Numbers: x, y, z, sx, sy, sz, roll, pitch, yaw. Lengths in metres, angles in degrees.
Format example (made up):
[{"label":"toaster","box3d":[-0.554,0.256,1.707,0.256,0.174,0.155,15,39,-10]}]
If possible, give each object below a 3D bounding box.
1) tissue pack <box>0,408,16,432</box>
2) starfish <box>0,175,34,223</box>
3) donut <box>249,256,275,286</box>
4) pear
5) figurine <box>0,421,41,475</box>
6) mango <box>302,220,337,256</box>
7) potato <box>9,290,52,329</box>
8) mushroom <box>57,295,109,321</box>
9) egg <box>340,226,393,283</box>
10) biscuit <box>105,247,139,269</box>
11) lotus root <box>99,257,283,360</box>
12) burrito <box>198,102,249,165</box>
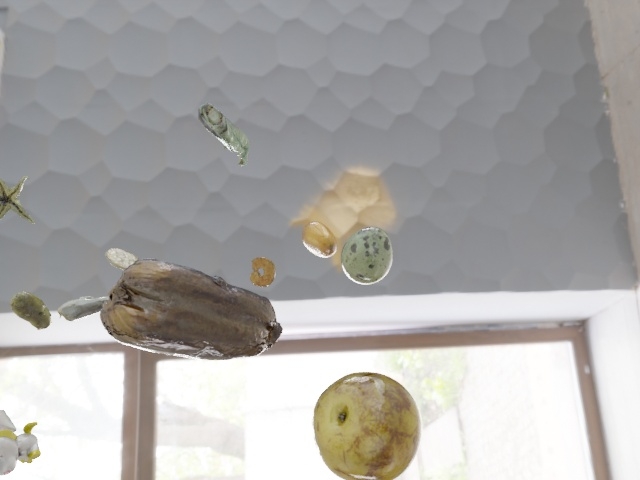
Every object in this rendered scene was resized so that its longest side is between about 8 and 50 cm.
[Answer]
[{"label":"tissue pack","box3d":[-1.236,0.694,2.022,0.209,0.148,0.156,-37,88,41]},{"label":"starfish","box3d":[-1.024,-0.129,1.828,0.217,0.223,0.050,48,-166,2]},{"label":"donut","box3d":[-0.198,0.109,1.947,0.043,0.097,0.108,-39,-34,-67]},{"label":"pear","box3d":[0.114,0.453,1.346,0.281,0.280,0.281,178,90,-84]},{"label":"figurine","box3d":[-0.908,0.610,1.626,0.178,0.109,0.130,1,-87,-69]},{"label":"mango","box3d":[0.000,0.000,2.204,0.145,0.112,0.219,63,168,-23]},{"label":"potato","box3d":[-1.310,0.320,2.530,0.090,0.117,0.225,32,155,47]},{"label":"mushroom","box3d":[-0.934,0.276,2.297,0.099,0.278,0.096,38,131,54]},{"label":"egg","box3d":[0.163,0.046,1.897,0.177,0.177,0.228,-98,20,-45]},{"label":"biscuit","box3d":[-0.768,0.075,2.176,0.020,0.152,0.152,-58,16,16]},{"label":"lotus root","box3d":[-0.196,0.145,0.940,0.167,0.329,0.078,-61,38,12]},{"label":"burrito","box3d":[-0.299,-0.340,1.798,0.144,0.089,0.229,52,-177,23]}]
